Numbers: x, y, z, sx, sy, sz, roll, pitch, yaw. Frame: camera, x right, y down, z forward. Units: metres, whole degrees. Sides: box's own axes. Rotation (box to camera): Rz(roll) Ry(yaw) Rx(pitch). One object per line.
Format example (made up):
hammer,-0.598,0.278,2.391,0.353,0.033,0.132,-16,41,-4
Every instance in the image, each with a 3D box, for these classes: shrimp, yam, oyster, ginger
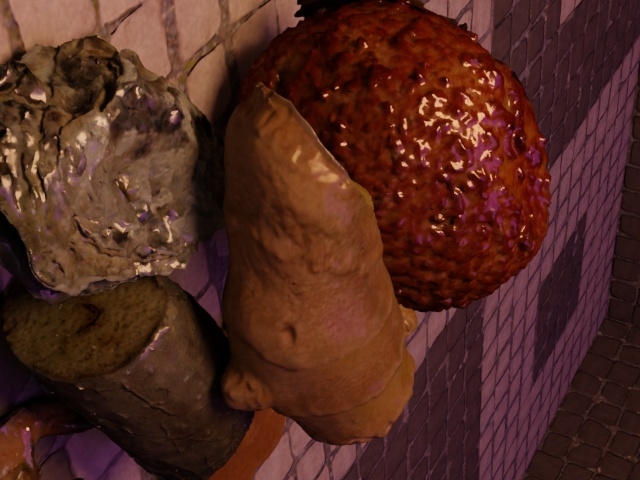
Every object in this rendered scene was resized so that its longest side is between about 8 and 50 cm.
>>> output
shrimp,-0.219,0.225,0.948,0.296,0.058,0.169,18,87,-61
yam,-0.149,0.111,0.897,0.154,0.154,0.254,-61,151,-23
oyster,-0.153,-0.059,0.774,0.267,0.112,0.198,-43,117,-55
ginger,-0.008,0.033,0.851,0.190,0.126,0.354,-20,121,-19

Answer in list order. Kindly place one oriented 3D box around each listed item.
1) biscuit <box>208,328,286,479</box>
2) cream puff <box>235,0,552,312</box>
biscuit,-0.112,0.226,1.168,0.216,0.047,0.340,-33,136,-50
cream puff,0.059,-0.059,1.003,0.350,0.350,0.229,78,31,-46
